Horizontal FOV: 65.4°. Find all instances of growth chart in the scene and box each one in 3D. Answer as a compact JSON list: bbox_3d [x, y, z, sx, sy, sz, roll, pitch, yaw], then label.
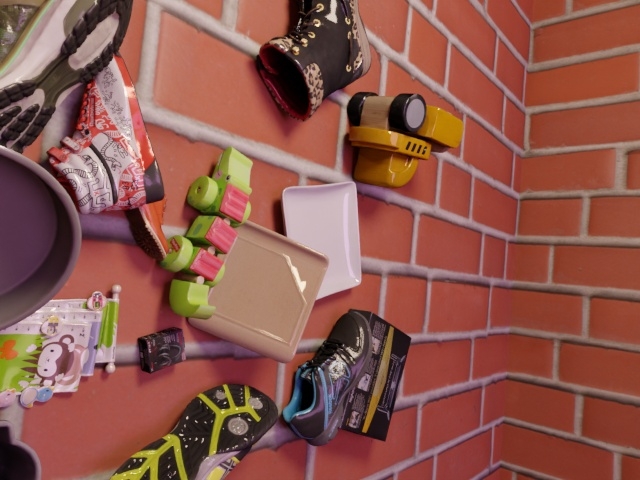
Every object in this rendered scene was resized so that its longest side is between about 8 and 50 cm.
[{"bbox_3d":[-0.417,0.165,0.759,0.237,0.021,0.172,-4,96,-49],"label":"growth chart"}]

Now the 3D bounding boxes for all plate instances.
[{"bbox_3d":[0.000,0.000,1.231,0.277,0.045,0.278,-13,102,-48],"label":"plate"}]

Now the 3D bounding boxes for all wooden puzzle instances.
[{"bbox_3d":[-0.120,0.100,1.015,0.221,0.044,0.239,24,71,-5],"label":"wooden puzzle"}]

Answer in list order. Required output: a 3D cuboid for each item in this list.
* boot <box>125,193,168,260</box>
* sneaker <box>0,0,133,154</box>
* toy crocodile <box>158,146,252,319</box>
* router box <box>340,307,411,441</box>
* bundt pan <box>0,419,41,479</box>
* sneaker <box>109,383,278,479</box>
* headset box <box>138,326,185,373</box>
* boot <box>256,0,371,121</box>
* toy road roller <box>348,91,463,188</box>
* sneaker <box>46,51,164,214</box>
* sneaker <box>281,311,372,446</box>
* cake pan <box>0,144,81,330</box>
[{"bbox_3d":[-0.291,-0.044,0.872,0.084,0.059,0.158,-41,121,-46],"label":"boot"},{"bbox_3d":[-0.441,-0.238,0.654,0.182,0.158,0.410,37,69,-2],"label":"sneaker"},{"bbox_3d":[-0.201,-0.019,0.941,0.115,0.105,0.340,39,63,-44],"label":"toy crocodile"},{"bbox_3d":[0.131,0.374,1.378,0.243,0.081,0.309,38,63,-45],"label":"router box"},{"bbox_3d":[-0.512,0.338,0.571,0.331,0.124,0.331,-5,96,-50],"label":"bundt pan"},{"bbox_3d":[-0.233,0.404,0.932,0.384,0.145,0.147,-23,140,-50],"label":"sneaker"},{"bbox_3d":[-0.284,0.197,0.909,0.083,0.032,0.062,-10,100,-48],"label":"headset box"},{"bbox_3d":[-0.032,-0.480,1.106,0.284,0.138,0.377,-53,134,-34],"label":"boot"},{"bbox_3d":[0.216,-0.260,1.369,0.329,0.202,0.241,4,101,-45],"label":"toy road roller"},{"bbox_3d":[-0.350,-0.172,0.764,0.145,0.090,0.270,-18,90,-26],"label":"sneaker"},{"bbox_3d":[0.023,0.316,1.215,0.139,0.125,0.341,44,57,-36],"label":"sneaker"},{"bbox_3d":[-0.445,-0.001,0.588,0.293,0.054,0.293,-23,136,-24],"label":"cake pan"}]
